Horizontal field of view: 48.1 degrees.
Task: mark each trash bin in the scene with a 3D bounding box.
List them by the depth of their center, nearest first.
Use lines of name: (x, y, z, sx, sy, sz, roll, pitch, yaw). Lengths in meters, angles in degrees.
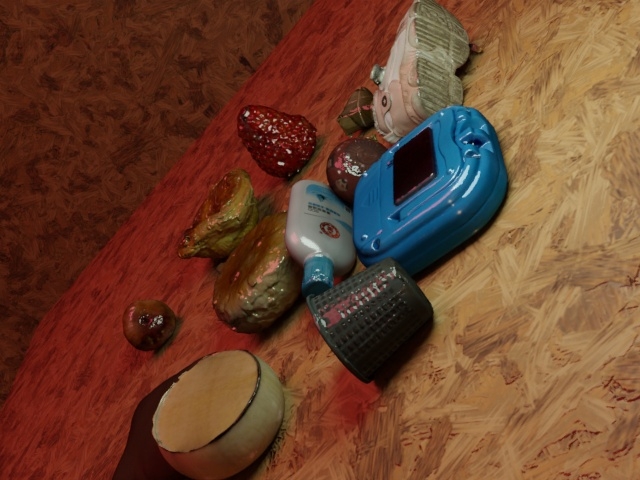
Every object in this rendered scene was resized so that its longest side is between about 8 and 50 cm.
trash bin: (0.088, 0.115, 1.166, 0.161, 0.175, 0.175, -38, 24, 6)

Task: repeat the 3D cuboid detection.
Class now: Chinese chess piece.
Chinese chess piece: (-0.191, 0.327, 1.361, 0.257, 0.104, 0.257, -23, 31, 15)

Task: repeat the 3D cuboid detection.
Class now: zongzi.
zongzi: (0.140, -0.363, 1.893, 0.176, 0.078, 0.160, -17, 39, 39)

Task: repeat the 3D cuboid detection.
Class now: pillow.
pillow: (-0.343, 0.426, 1.581, 0.305, 0.108, 0.308, -36, 27, 28)

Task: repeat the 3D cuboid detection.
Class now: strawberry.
strawberry: (-0.140, -0.305, 2.117, 0.205, 0.244, 0.205, -39, 27, 25)

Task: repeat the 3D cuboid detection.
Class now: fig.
fig: (-0.523, 0.255, 2.197, 0.159, 0.159, 0.257, -56, 5, -8)

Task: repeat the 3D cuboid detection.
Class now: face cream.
face cream: (0.000, 0.000, 1.492, 0.080, 0.163, 0.337, -55, 17, 32)

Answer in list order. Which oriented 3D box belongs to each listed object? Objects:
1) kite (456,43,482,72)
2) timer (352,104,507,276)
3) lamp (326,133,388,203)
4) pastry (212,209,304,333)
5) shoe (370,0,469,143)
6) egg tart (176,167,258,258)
kite: (0.288, -0.442, 1.786, 0.204, 0.022, 0.360, -52, 21, 2)
timer: (0.191, -0.097, 1.335, 0.309, 0.115, 0.340, -36, 27, 27)
lamp: (0.090, -0.146, 1.581, 0.156, 0.157, 0.135, 62, 160, 26)
pastry: (-0.124, 0.078, 1.648, 0.329, 0.136, 0.330, -43, 24, 25)
shoe: (0.207, -0.388, 1.627, 0.198, 0.172, 0.351, -29, 41, 48)
egg tart: (-0.293, -0.066, 2.176, 0.351, 0.153, 0.339, -40, 25, 29)
